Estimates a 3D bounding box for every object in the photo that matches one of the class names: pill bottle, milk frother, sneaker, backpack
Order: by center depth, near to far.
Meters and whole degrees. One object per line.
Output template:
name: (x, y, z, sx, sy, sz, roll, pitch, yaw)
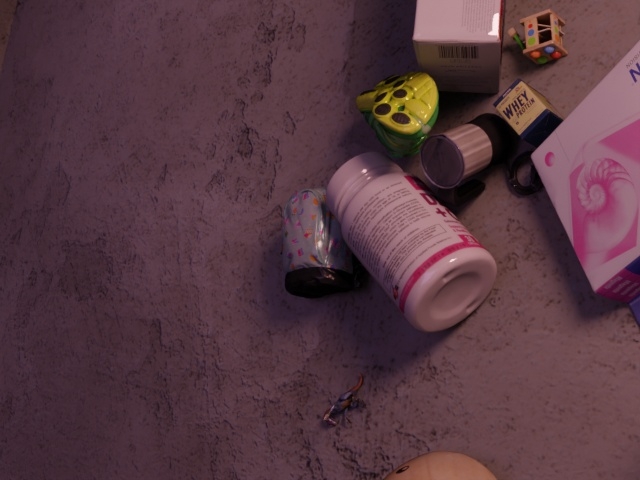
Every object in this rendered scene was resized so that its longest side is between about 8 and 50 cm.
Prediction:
milk frother: (0.249, -0.117, 1.365, 0.143, 0.135, 0.129, 2, 112, 46)
pill bottle: (0.132, -0.006, 1.422, 0.160, 0.160, 0.283, -52, 50, 18)
sneaker: (0.140, -0.195, 1.441, 0.109, 0.123, 0.295, -35, 14, 2)
backpack: (0.000, 0.000, 1.571, 0.152, 0.115, 0.182, -11, 68, 42)

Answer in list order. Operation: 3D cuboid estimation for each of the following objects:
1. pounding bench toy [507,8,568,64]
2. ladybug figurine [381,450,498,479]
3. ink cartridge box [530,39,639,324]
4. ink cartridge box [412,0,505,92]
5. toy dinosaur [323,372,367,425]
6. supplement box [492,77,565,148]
pounding bench toy: (0.332, -0.306, 1.402, 0.083, 0.052, 0.065, -13, 70, 39)
ladybug figurine: (0.126, 0.519, 1.270, 0.305, 0.162, 0.449, 6, 83, 46)
ink cartridge box: (0.441, -0.078, 1.158, 0.324, 0.071, 0.330, -53, 45, 45)
ink cartridge box: (0.230, -0.403, 1.437, 0.130, 0.272, 0.309, 3, 79, 11)
toy dinosaur: (0.040, 0.278, 1.522, 0.082, 0.047, 0.090, -26, 28, 44)
supplement box: (0.319, -0.185, 1.358, 0.056, 0.083, 0.083, -47, 51, 21)
